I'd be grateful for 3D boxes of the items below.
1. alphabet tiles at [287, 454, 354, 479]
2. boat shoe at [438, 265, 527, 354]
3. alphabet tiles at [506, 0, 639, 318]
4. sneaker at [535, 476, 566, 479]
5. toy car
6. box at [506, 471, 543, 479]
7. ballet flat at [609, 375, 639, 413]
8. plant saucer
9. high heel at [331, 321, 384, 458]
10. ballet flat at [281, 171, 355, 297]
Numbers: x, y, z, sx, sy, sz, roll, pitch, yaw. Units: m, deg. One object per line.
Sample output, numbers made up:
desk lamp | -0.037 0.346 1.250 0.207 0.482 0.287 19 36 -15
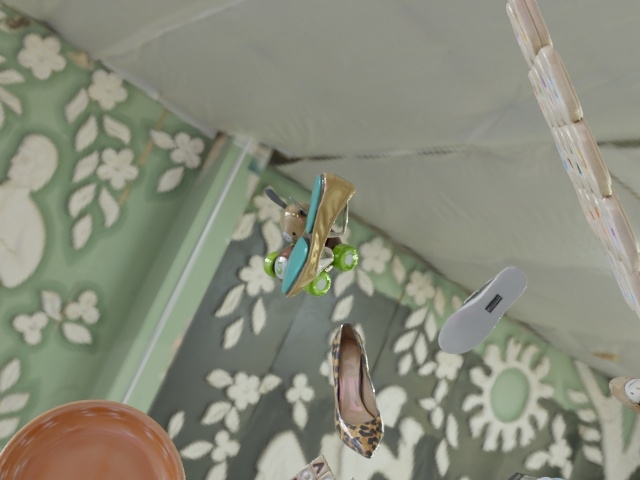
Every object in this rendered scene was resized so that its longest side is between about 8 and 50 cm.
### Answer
alphabet tiles | 0.015 0.588 1.884 0.009 0.198 0.237 16 38 -54
boat shoe | 0.318 0.140 1.744 0.078 0.219 0.070 47 -3 4
alphabet tiles | 0.216 -0.071 0.733 0.284 0.021 0.278 67 13 0
sneaker | 0.437 0.435 1.350 0.319 0.208 0.127 67 -5 -36
toy car | -0.044 -0.013 1.674 0.155 0.149 0.188 20 -36 49
box | 0.421 0.526 1.733 0.147 0.077 0.180 5 5 29
ballet flat | 0.624 0.299 1.645 0.206 0.073 0.067 34 -26 43
plant saucer | -0.239 0.264 0.915 0.200 0.200 0.037 23 -32 7
high heel | 0.066 0.288 1.739 0.093 0.186 0.261 -8 26 -4
ballet flat | 0.000 0.000 1.488 0.073 0.232 0.080 12 24 -16
